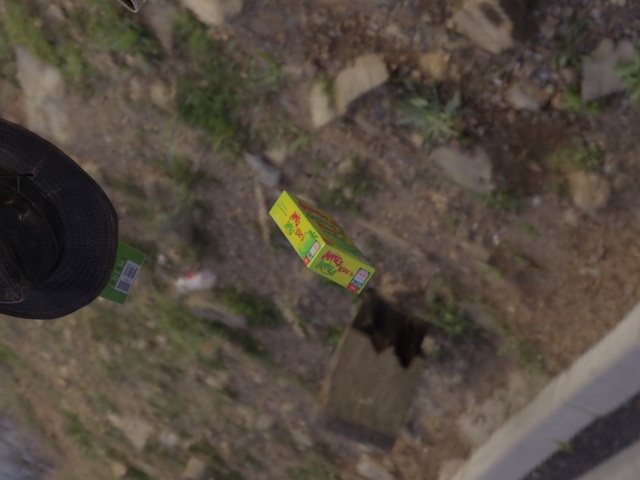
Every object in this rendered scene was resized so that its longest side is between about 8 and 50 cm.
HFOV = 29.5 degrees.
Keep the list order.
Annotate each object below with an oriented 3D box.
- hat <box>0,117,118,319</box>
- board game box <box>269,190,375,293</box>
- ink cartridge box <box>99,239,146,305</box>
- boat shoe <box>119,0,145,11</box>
[{"bbox_3d":[-0.434,0.000,1.581,0.331,0.134,0.331,3,120,5],"label":"hat"},{"bbox_3d":[0.000,0.000,1.709,0.092,0.043,0.181,27,-167,-30],"label":"board game box"},{"bbox_3d":[-0.431,0.001,1.942,0.255,0.097,0.189,23,174,13],"label":"ink cartridge box"},{"bbox_3d":[-0.284,-0.354,1.592,0.068,0.072,0.190,22,177,35],"label":"boat shoe"}]
